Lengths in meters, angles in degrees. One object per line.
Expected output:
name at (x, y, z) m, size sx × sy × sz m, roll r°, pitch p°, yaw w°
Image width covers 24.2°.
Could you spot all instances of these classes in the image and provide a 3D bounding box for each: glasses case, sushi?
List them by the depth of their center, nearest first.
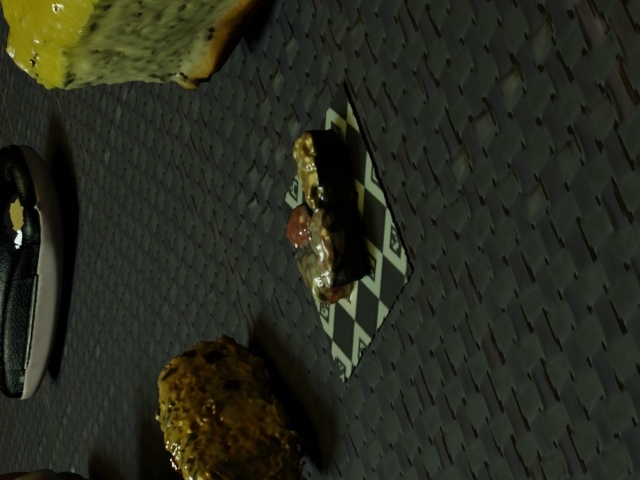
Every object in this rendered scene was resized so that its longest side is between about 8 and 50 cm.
sushi at (0.000, 0.000, 0.795) m, size 0.126 × 0.026 × 0.120 m, roll 117°, pitch 139°, yaw -55°
glasses case at (-0.299, 0.036, 1.478) m, size 0.314 × 0.075 × 0.122 m, roll 107°, pitch 149°, yaw -46°

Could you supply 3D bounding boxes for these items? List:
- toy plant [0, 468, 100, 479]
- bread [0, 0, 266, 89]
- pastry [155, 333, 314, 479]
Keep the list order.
toy plant at (-0.239, 0.289, 1.237) m, size 0.356 × 0.317 × 0.210 m, roll -26°, pitch 93°, yaw 54°
bread at (-0.094, -0.275, 0.787) m, size 0.333 × 0.143 × 0.323 m, roll 145°, pitch 116°, yaw -66°
pastry at (-0.059, 0.110, 0.909) m, size 0.140 × 0.080 × 0.056 m, roll -137°, pitch 33°, yaw -57°
